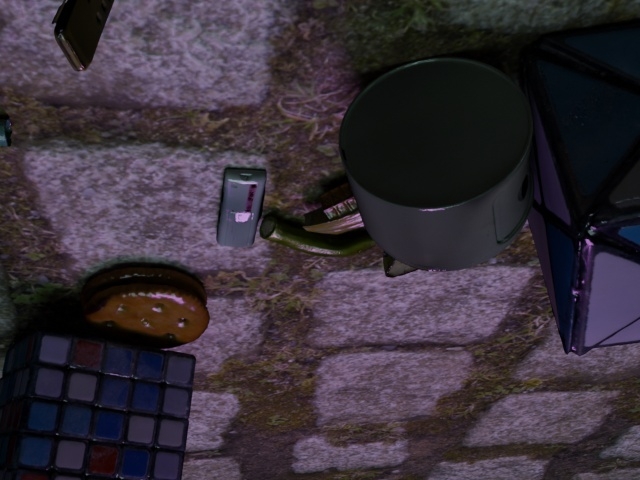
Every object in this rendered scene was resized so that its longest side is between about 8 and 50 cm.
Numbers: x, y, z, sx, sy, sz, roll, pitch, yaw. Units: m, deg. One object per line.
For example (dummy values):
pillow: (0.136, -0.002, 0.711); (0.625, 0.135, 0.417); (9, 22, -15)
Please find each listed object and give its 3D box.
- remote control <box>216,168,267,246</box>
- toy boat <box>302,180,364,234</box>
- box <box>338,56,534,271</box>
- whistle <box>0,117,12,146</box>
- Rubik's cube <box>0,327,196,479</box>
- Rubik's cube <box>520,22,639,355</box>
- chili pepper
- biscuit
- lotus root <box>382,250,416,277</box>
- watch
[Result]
remote control: (-0.117, -0.044, 1.260); (0.065, 0.029, 0.166); (3, 146, -10)
toy boat: (0.048, -0.059, 1.237); (0.172, 0.065, 0.066); (-26, 121, 23)
box: (0.147, -0.093, 1.046); (0.226, 0.226, 0.149); (-11, 147, 8)
whistle: (-0.485, -0.136, 1.060); (0.186, 0.039, 0.039); (1, 146, -9)
Rubik's cube: (-0.414, 0.332, 1.501); (0.293, 0.287, 0.292); (16, 160, -29)
Rubik's cube: (0.416, -0.067, 1.048); (0.305, 0.307, 0.310); (-6, 145, 5)
chili pepper: (0.000, 0.000, 1.334); (0.201, 0.050, 0.052); (9, -179, -24)
biscuit: (-0.298, 0.119, 1.449); (0.220, 0.066, 0.220); (-3, 146, -2)
lotus root: (0.154, -0.035, 1.250); (0.203, 0.078, 0.183); (-12, 143, -44)
watch: (-0.243, -0.257, 0.706); (0.164, 0.268, 0.102); (4, 147, 2)
